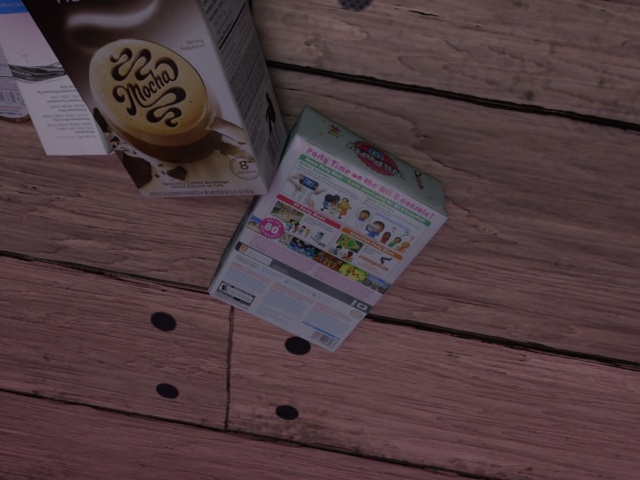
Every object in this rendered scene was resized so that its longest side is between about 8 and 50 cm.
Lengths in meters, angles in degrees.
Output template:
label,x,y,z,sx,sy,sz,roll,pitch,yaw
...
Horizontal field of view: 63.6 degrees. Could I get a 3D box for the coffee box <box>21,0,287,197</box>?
label,x,y,z,sx,sy,sz,roll,pitch,yaw
coffee box,-0.157,-0.189,0.534,0.168,0.119,0.297,0,139,15

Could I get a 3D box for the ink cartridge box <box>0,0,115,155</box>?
label,x,y,z,sx,sy,sz,roll,pitch,yaw
ink cartridge box,-0.280,-0.218,0.596,0.085,0.148,0.203,0,124,8

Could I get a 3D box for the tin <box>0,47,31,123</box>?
label,x,y,z,sx,sy,sz,roll,pitch,yaw
tin,-0.415,-0.243,0.667,0.106,0.040,0.190,3,125,0

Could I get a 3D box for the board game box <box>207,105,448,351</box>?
label,x,y,z,sx,sy,sz,roll,pitch,yaw
board game box,0.000,0.000,0.744,0.224,0.098,0.303,27,125,-12
